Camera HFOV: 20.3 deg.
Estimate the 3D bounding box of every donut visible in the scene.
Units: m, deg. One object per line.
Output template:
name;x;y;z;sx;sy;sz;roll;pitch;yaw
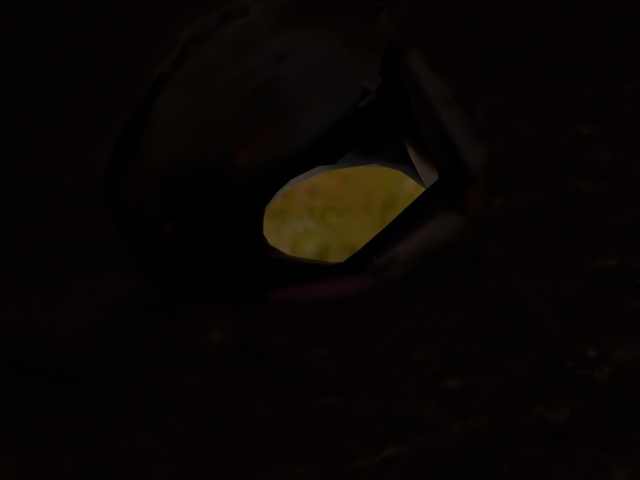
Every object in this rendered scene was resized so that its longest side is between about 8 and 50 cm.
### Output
donut;0.000;0.000;0.452;0.270;0.269;0.103;3;152;7
